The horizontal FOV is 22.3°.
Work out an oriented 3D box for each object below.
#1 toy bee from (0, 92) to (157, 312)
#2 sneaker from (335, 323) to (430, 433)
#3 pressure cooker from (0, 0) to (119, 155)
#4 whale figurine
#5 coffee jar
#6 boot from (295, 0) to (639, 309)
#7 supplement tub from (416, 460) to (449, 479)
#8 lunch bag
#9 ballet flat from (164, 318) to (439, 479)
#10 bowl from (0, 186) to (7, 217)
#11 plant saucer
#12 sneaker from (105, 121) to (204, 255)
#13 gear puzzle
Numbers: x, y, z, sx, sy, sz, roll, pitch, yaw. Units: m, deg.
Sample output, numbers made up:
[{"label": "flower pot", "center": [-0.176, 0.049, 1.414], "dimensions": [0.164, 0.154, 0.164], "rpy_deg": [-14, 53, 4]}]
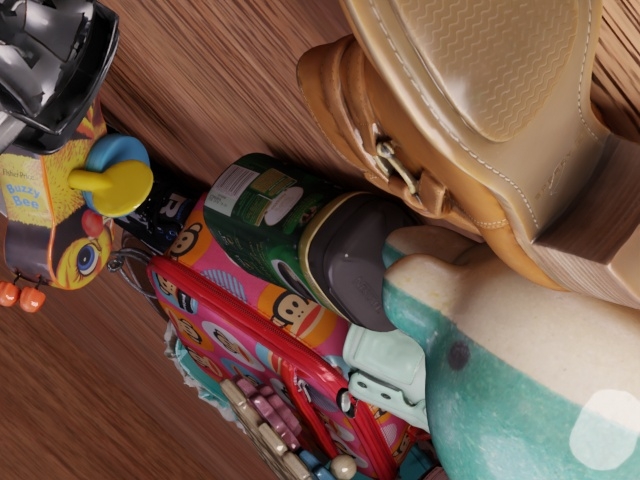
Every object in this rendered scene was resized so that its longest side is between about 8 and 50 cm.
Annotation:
[{"label": "toy bee", "center": [-0.209, -0.025, 1.335], "dimensions": [0.195, 0.162, 0.298], "rpy_deg": [-12, 120, 43]}, {"label": "sneaker", "center": [0.091, 0.103, 1.117], "dimensions": [0.151, 0.094, 0.256], "rpy_deg": [22, 171, -9]}, {"label": "pressure cooker", "center": [-0.322, -0.189, 0.849], "dimensions": [0.420, 0.370, 0.375], "rpy_deg": [22, 127, 51]}, {"label": "whale figurine", "center": [0.114, 0.077, 0.916], "dimensions": [0.216, 0.141, 0.272], "rpy_deg": [22, -173, -28]}, {"label": "coffee jar", "center": [0.000, 0.000, 1.150], "dimensions": [0.184, 0.079, 0.096], "rpy_deg": [24, 158, 53]}, {"label": "boot", "center": [0.051, -0.084, 0.748], "dimensions": [0.283, 0.109, 0.220], "rpy_deg": [41, 172, -31]}, {"label": "supplement tub", "center": [0.168, 0.255, 1.243], "dimensions": [0.193, 0.193, 0.316], "rpy_deg": [44, 167, -9]}, {"label": "lunch bag", "center": [-0.001, 0.096, 1.398], "dimensions": [0.258, 0.120, 0.293], "rpy_deg": [31, 165, 23]}, {"label": "ballet flat", "center": [0.011, 0.182, 1.652], "dimensions": [0.409, 0.147, 0.147], "rpy_deg": [47, 165, -13]}, {"label": "bowl", "center": [-0.258, -0.077, 1.564], "dimensions": [0.142, 0.142, 0.053], "rpy_deg": [42, -149, -13]}, {"label": "plant saucer", "center": [-0.161, 0.042, 1.737], "dimensions": [0.168, 0.029, 0.168], "rpy_deg": [41, 154, 25]}, {"label": "sneaker", "center": [-0.159, -0.048, 1.464], "dimensions": [0.217, 0.079, 0.121], "rpy_deg": [38, 165, -23]}, {"label": "gear puzzle", "center": [0.004, 0.215, 1.405], "dimensions": [0.175, 0.044, 0.339], "rpy_deg": [47, 170, 20]}]
